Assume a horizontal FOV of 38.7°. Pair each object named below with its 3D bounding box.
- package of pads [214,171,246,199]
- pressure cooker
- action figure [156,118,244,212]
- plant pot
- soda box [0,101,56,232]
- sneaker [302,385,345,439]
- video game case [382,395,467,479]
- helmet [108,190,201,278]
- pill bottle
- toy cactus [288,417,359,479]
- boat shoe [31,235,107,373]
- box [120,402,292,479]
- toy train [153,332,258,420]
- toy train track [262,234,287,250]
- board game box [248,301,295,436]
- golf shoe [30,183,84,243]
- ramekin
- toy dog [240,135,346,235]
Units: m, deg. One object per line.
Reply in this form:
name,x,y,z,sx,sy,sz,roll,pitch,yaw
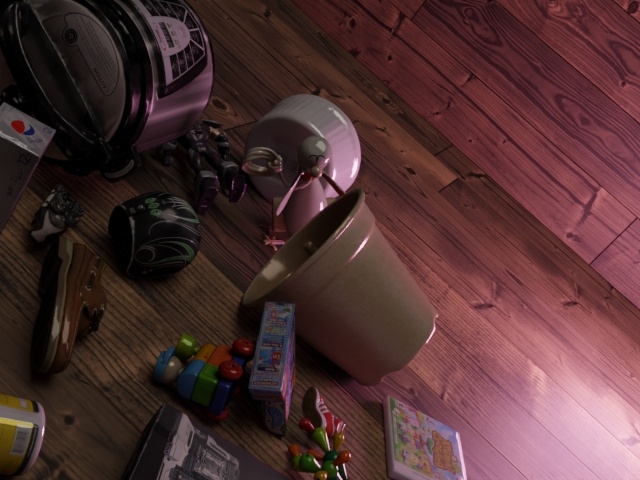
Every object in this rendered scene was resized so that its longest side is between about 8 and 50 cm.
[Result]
package of pads,-0.219,-0.132,2.162,0.083,0.032,0.050,32,31,-14
pressure cooker,-0.450,-0.331,1.826,0.370,0.375,0.420,24,23,16
action figure,-0.277,-0.196,2.092,0.185,0.099,0.285,-9,48,-25
plant pot,0.063,0.116,1.864,0.305,0.334,0.334,46,25,-11
soda box,-0.516,-0.065,1.405,0.091,0.286,0.098,29,28,-16
sneaker,0.007,0.329,1.723,0.067,0.042,0.118,31,22,-28
video game case,0.213,0.430,1.844,0.193,0.023,0.212,30,28,-17
helmet,-0.307,-0.012,1.743,0.161,0.169,0.169,-6,49,-33
pill bottle,-0.465,0.245,1.195,0.184,0.103,0.103,21,32,-32
toy cactus,0.035,0.408,1.577,0.180,0.112,0.219,43,4,-27
boat shoe,-0.398,0.103,1.488,0.104,0.110,0.307,24,30,-25
box,-0.153,0.412,1.355,0.307,0.076,0.242,34,27,-9
toy train,-0.194,0.205,1.623,0.143,0.105,0.248,21,22,3
toy train track,-0.101,0.001,2.123,0.083,0.014,0.048,-2,48,-53
board game box,-0.084,0.242,1.619,0.060,0.194,0.194,4,30,5
golf shoe,-0.486,-0.045,1.654,0.077,0.094,0.198,48,-1,-12
ramekin,-0.053,-0.208,2.232,0.277,0.277,0.135,42,34,5
toy dog,-0.032,-0.077,2.035,0.333,0.220,0.161,60,20,-60
